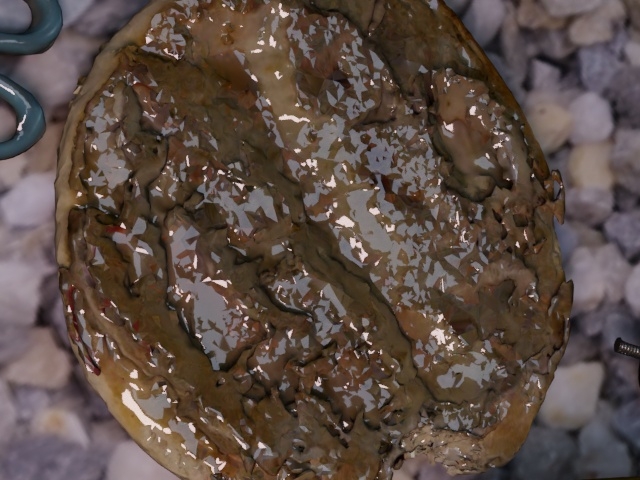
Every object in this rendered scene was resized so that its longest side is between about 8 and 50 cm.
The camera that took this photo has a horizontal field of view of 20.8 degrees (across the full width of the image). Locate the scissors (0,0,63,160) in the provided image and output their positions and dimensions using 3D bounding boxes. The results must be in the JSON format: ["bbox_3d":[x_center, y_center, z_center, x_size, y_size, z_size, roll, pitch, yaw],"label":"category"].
[{"bbox_3d":[-0.291,-0.138,1.020,0.289,0.041,0.138,17,69,-26],"label":"scissors"}]

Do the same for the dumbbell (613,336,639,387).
[{"bbox_3d":[0.267,0.092,1.217,0.147,0.069,0.069,17,70,-21],"label":"dumbbell"}]

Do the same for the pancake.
[{"bbox_3d":[0.001,0.000,1.110,0.382,0.071,0.382,7,74,-26],"label":"pancake"}]

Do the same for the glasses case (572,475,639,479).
[{"bbox_3d":[0.256,0.223,1.117,0.371,0.173,0.141,1,76,-23],"label":"glasses case"}]
